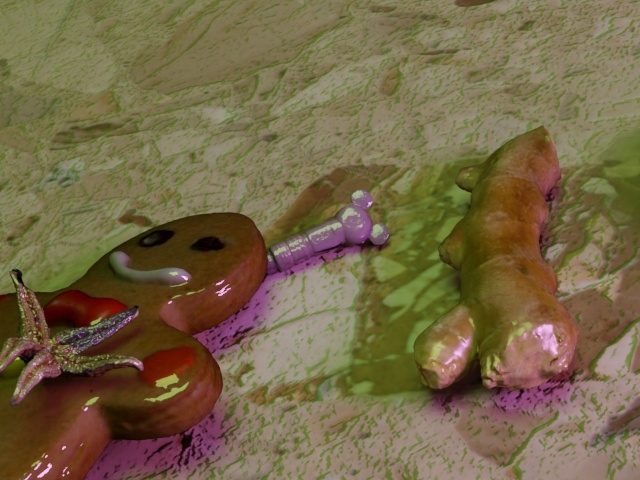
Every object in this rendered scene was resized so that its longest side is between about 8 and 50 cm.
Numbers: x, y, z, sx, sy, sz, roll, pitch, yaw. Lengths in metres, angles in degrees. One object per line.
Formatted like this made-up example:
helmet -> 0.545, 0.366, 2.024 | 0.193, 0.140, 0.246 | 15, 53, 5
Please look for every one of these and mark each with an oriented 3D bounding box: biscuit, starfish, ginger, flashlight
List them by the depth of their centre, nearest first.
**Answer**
starfish -> -0.190, 0.068, 0.924 | 0.133, 0.041, 0.130 | -5, 34, -39
biscuit -> -0.205, 0.094, 0.981 | 0.283, 0.064, 0.432 | 13, 44, 42
ginger -> 0.149, 0.009, 1.019 | 0.118, 0.065, 0.299 | 3, 38, 14
flashlight -> 0.000, 0.000, 1.099 | 0.110, 0.031, 0.052 | -24, 76, -6
